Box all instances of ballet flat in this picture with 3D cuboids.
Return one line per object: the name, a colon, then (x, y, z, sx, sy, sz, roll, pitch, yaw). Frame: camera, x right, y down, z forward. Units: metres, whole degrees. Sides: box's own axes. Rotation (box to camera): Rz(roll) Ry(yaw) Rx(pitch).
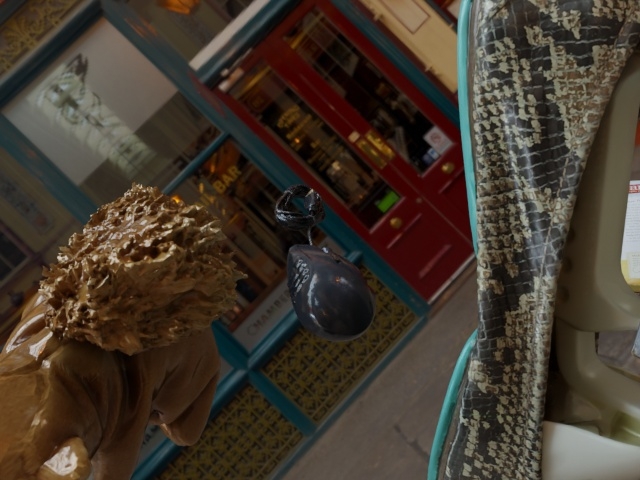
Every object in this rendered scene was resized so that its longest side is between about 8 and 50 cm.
ballet flat: (0.177, 0.046, 0.396, 0.164, 0.182, 0.483, -16, -68, -49)

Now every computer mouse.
computer mouse: (0.000, 0.000, 0.502, 0.242, 0.071, 0.041, -109, 32, -57)

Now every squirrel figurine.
squirrel figurine: (-0.257, 0.116, 0.618, 0.397, 0.281, 0.370, -63, -4, 9)

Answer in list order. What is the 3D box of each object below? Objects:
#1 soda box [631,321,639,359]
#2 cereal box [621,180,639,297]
soda box: (0.263, 0.048, 0.165, 0.091, 0.286, 0.098, -56, -16, -29)
cereal box: (0.511, -0.003, 0.793, 0.173, 0.047, 0.240, 1, 40, 28)
